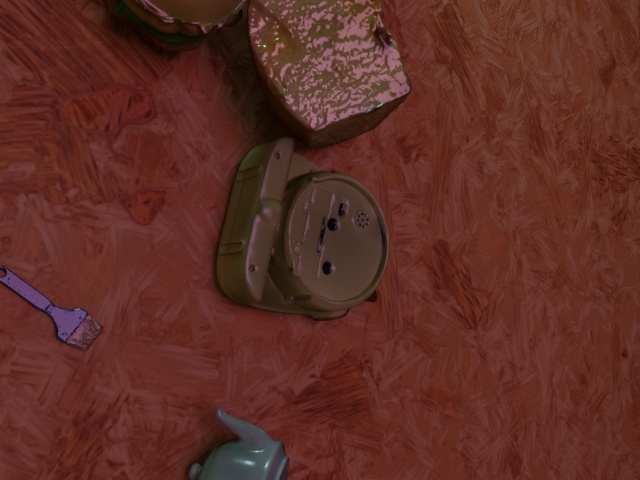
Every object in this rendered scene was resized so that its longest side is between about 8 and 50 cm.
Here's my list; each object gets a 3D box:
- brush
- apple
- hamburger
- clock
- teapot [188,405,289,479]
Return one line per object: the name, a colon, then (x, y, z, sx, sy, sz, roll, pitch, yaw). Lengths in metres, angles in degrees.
brush: (-0.374, 0.090, 0.786, 0.164, 0.014, 0.051, 46, 58, -24)
apple: (0.011, -0.336, 0.990, 0.314, 0.252, 0.308, -23, 87, -59)
hamburger: (-0.223, -0.403, 0.880, 0.237, 0.149, 0.236, 2, 86, -29)
clock: (0.000, 0.000, 1.027, 0.349, 0.117, 0.285, 20, 73, -35)
teapot: (-0.133, 0.375, 0.876, 0.159, 0.159, 0.231, 11, 93, -37)
